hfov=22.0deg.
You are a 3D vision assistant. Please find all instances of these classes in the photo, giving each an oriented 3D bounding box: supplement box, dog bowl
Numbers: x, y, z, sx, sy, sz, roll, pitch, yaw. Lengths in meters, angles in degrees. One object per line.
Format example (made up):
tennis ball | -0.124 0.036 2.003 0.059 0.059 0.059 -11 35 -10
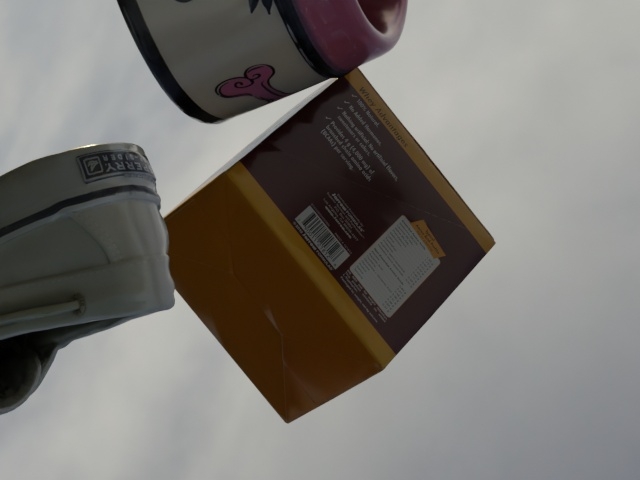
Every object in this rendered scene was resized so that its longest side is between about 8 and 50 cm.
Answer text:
supplement box | 0.000 0.000 1.313 0.129 0.191 0.194 -34 -173 44
dog bowl | -0.042 -0.297 1.225 0.150 0.408 0.407 -7 -122 14

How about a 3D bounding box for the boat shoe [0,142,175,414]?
boat shoe | -0.164 0.042 0.774 0.268 0.096 0.088 -25 -103 34
